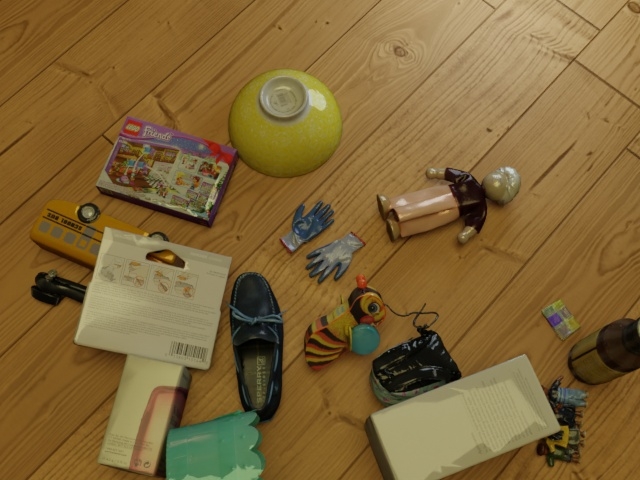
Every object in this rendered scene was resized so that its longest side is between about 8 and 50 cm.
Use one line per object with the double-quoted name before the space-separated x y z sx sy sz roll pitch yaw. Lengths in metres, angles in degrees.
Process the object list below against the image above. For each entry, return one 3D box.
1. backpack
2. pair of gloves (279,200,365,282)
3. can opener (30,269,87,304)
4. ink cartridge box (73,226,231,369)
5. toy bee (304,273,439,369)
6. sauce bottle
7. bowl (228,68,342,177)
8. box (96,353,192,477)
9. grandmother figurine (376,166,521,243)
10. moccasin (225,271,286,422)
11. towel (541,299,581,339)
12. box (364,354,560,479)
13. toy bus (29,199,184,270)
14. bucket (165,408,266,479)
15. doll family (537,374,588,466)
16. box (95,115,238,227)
"backpack" 0.198 0.292 1.705 0.182 0.115 0.152 -19 51 -17
"pair of gloves" 0.000 0.000 1.860 0.159 0.023 0.198 -41 77 -16
"can opener" -0.577 0.117 1.799 0.186 0.073 0.059 14 32 1
"ink cartridge box" -0.368 0.132 1.723 0.296 0.066 0.261 15 77 -16
"toy bee" 0.081 0.159 1.723 0.298 0.195 0.162 -31 111 -15
"sauce bottle" 0.622 0.227 1.617 0.111 0.344 0.111 1 72 -2
"bowl" -0.088 -0.316 1.901 0.289 0.156 0.289 0 70 -1
"box" -0.369 0.377 1.653 0.127 0.148 0.232 12 71 3
"grandmother figurine" 0.320 -0.092 1.858 0.342 0.104 0.208 -19 80 -4
"moccasin" -0.131 0.226 1.726 0.138 0.117 0.342 -10 71 -5
"towel" 0.561 0.184 1.807 0.060 0.009 0.083 -29 73 -10
"box" 0.283 0.391 1.621 0.345 0.215 0.168 -19 72 -7
"toy bus" -0.489 0.012 1.802 0.333 0.108 0.130 22 72 7
"bucket" -0.201 0.487 1.557 0.183 0.281 0.281 -6 71 -4
"doll family" 0.522 0.396 1.702 0.111 0.076 0.193 9 65 7
"box" -0.371 -0.169 1.895 0.293 0.057 0.201 18 72 6
